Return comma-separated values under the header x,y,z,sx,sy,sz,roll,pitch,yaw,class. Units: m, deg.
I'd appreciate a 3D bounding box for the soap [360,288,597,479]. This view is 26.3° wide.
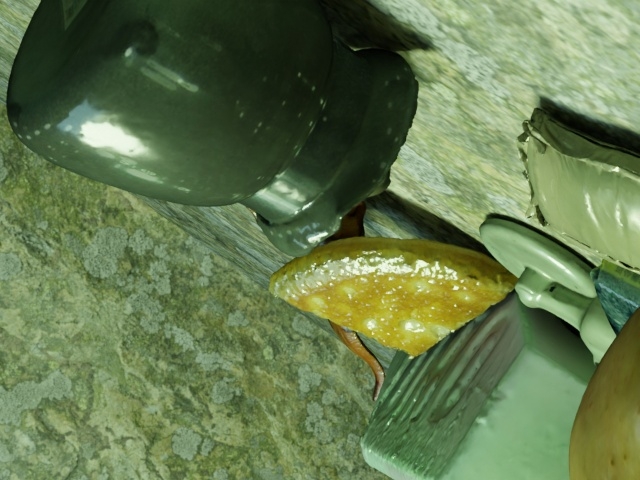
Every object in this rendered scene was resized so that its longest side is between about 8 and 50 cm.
x,y,z,sx,sy,sz,roll,pitch,yaw,class
0.188,0.188,1.541,0.156,0.261,0.446,35,173,-8,soap

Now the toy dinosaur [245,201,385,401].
x,y,z,sx,sy,sz,roll,pitch,yaw,class
0.000,0.000,1.643,0.208,0.097,0.432,41,159,34,toy dinosaur

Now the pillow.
x,y,z,sx,sy,sz,roll,pitch,yaw,class
0.218,-0.018,0.930,0.208,0.053,0.119,28,155,39,pillow

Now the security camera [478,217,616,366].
x,y,z,sx,sy,sz,roll,pitch,yaw,class
0.258,0.073,1.278,0.301,0.080,0.157,31,173,38,security camera

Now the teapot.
x,y,z,sx,sy,sz,roll,pitch,yaw,class
-0.076,-0.111,1.037,0.285,0.223,0.305,30,172,-26,teapot

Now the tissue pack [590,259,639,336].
x,y,z,sx,sy,sz,roll,pitch,yaw,class
0.338,0.090,1.016,0.257,0.081,0.185,30,170,29,tissue pack

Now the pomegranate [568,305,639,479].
x,y,z,sx,sy,sz,roll,pitch,yaw,class
0.279,0.117,0.694,0.338,0.338,0.338,33,172,5,pomegranate

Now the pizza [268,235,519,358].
x,y,z,sx,sy,sz,roll,pitch,yaw,class
0.089,0.059,1.533,0.292,0.058,0.197,-4,141,22,pizza
